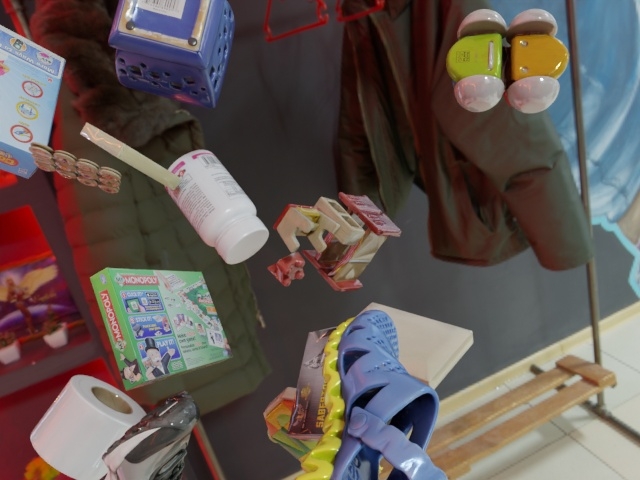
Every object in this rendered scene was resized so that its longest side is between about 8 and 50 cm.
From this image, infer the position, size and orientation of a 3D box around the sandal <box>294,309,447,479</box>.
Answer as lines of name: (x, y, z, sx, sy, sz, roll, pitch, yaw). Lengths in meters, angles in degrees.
sandal: (0.072, 0.191, 0.569, 0.138, 0.126, 0.317, -27, 25, 24)

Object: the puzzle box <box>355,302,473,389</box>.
puzzle box: (0.256, 0.337, 1.702, 0.408, 0.052, 0.272, 12, 35, 42)

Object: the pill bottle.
pill bottle: (-0.269, -0.086, 1.344, 0.160, 0.160, 0.283, -28, 69, -30)

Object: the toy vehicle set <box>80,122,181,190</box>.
toy vehicle set: (-0.479, -0.212, 1.292, 0.266, 0.166, 0.035, 28, 86, 44)

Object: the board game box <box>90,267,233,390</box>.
board game box: (-0.303, 0.164, 1.038, 0.046, 0.214, 0.317, -27, -13, 14)

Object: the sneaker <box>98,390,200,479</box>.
sneaker: (-0.188, 0.270, 0.579, 0.108, 0.272, 0.100, 40, 32, 13)

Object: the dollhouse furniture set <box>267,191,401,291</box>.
dollhouse furniture set: (0.000, 0.000, 1.192, 0.374, 0.201, 0.152, 3, 38, -51)

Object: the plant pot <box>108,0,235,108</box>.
plant pot: (-0.323, -0.459, 1.129, 0.235, 0.236, 0.212, 13, -9, -7)

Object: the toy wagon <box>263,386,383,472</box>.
toy wagon: (0.015, 0.530, 1.364, 0.267, 0.344, 0.068, -50, 0, 38)

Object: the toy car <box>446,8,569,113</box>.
toy car: (0.293, -0.274, 0.833, 0.181, 0.159, 0.136, 3, -11, 8)

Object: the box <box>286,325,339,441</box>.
box: (0.032, 0.294, 1.069, 0.183, 0.056, 0.231, -18, 47, 42)

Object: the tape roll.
tape roll: (-0.608, 0.497, 1.375, 0.169, 0.246, 0.246, -55, 32, -8)

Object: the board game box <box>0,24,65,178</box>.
board game box: (-0.702, -0.319, 1.034, 0.086, 0.308, 0.302, -31, 52, 33)

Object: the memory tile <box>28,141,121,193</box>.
memory tile: (-0.422, -0.122, 0.893, 0.148, 0.012, 0.113, 20, -20, -20)
